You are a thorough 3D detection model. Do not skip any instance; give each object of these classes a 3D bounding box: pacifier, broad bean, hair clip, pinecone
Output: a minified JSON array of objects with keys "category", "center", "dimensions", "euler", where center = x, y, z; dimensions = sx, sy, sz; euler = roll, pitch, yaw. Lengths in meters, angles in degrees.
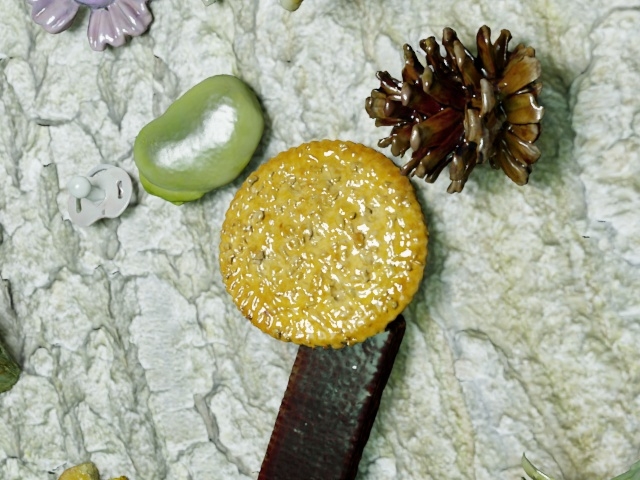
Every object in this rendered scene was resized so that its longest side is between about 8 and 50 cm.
[{"category":"pacifier","center":[-0.289,-0.064,1.243],"dimensions":[0.099,0.078,0.081],"euler":[-18,69,21]},{"category":"broad bean","center":[-0.147,-0.117,1.182],"dimensions":[0.175,0.082,0.124],"euler":[-30,84,22]},{"category":"hair clip","center":[-0.339,-0.354,1.228],"dimensions":[0.301,0.069,0.172],"euler":[25,102,15]},{"category":"pinecone","center":[0.144,-0.138,1.043],"dimensions":[0.195,0.150,0.179],"euler":[7,105,22]}]

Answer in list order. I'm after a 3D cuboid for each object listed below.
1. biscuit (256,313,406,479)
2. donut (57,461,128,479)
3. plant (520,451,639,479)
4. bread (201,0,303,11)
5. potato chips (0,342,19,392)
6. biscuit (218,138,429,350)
[{"category":"biscuit","center":[-0.005,0.248,1.183],"dimensions":[0.107,0.073,0.388],"euler":[21,102,15]},{"category":"donut","center":[-0.299,0.345,1.314],"dimensions":[0.108,0.043,0.097],"euler":[23,103,14]},{"category":"plant","center":[0.358,0.281,0.959],"dimensions":[0.306,0.261,0.297],"euler":[36,107,0]},{"category":"bread","center":[-0.086,-0.393,1.035],"dimensions":[0.314,0.191,0.370],"euler":[45,149,3]},{"category":"potato chips","center":[-0.477,0.128,1.309],"dimensions":[0.142,0.026,0.209],"euler":[15,135,12]},{"category":"biscuit","center":[0.000,0.000,1.126],"dimensions":[0.254,0.035,0.253],"euler":[-5,72,16]}]
